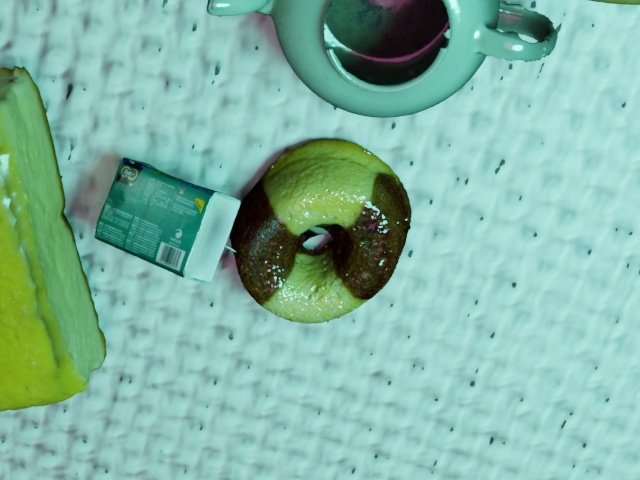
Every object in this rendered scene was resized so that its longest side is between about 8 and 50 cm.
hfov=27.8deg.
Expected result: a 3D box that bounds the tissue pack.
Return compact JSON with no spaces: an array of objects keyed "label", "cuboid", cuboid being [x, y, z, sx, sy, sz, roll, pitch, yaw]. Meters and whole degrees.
[{"label":"tissue pack","cuboid":[-0.136,-0.017,1.201,0.111,0.079,0.085,21,90,28]}]

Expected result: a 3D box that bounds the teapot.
[{"label":"teapot","cuboid":[0.057,-0.194,1.096,0.294,0.129,0.193,9,117,-2]}]

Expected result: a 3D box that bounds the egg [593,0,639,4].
[{"label":"egg","cuboid":[0.265,-0.302,0.969,0.322,0.250,0.250,-17,115,20]}]

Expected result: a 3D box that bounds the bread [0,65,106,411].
[{"label":"bread","cuboid":[-0.395,0.015,1.210,0.333,0.143,0.324,-4,117,4]}]

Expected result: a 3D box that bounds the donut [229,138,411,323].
[{"label":"donut","cuboid":[0.000,0.000,1.228,0.184,0.073,0.166,-35,112,19]}]
